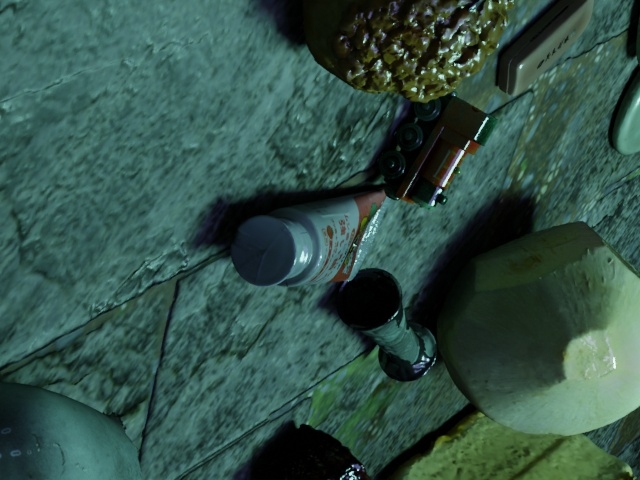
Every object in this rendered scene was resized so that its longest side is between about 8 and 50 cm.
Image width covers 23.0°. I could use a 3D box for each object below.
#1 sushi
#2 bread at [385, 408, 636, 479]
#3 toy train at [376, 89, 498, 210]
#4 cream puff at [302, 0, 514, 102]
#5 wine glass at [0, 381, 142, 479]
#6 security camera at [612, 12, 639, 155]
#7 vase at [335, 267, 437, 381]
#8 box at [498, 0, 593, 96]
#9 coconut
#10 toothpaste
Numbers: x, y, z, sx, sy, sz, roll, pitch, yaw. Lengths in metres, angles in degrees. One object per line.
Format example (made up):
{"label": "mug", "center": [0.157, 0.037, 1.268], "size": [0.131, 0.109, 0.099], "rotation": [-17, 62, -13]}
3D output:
{"label": "sushi", "center": [-0.002, 0.225, 1.425], "size": [0.084, 0.098, 0.094], "rotation": [-47, 149, -25]}
{"label": "bread", "center": [0.186, 0.360, 1.809], "size": [0.279, 0.207, 0.279], "rotation": [-31, 145, -45]}
{"label": "toy train", "center": [0.092, -0.072, 1.273], "size": [0.103, 0.064, 0.044], "rotation": [-59, 157, 6]}
{"label": "cream puff", "center": [0.066, -0.160, 1.054], "size": [0.165, 0.115, 0.150], "rotation": [-40, 147, -29]}
{"label": "wine glass", "center": [-0.207, 0.141, 0.919], "size": [0.126, 0.126, 0.241], "rotation": [-59, 154, 7]}
{"label": "security camera", "center": [0.383, -0.191, 1.652], "size": [0.157, 0.080, 0.302], "rotation": [-45, 156, -24]}
{"label": "vase", "center": [0.061, 0.078, 1.408], "size": [0.059, 0.059, 0.167], "rotation": [-52, 156, -8]}
{"label": "box", "center": [0.200, -0.175, 1.391], "size": [0.115, 0.025, 0.048], "rotation": [-43, 151, -26]}
{"label": "coconut", "center": [0.231, 0.094, 1.563], "size": [0.237, 0.236, 0.197], "rotation": [-27, 111, -47]}
{"label": "toothpaste", "center": [0.000, 0.000, 1.219], "size": [0.089, 0.057, 0.234], "rotation": [-66, 163, 12]}
